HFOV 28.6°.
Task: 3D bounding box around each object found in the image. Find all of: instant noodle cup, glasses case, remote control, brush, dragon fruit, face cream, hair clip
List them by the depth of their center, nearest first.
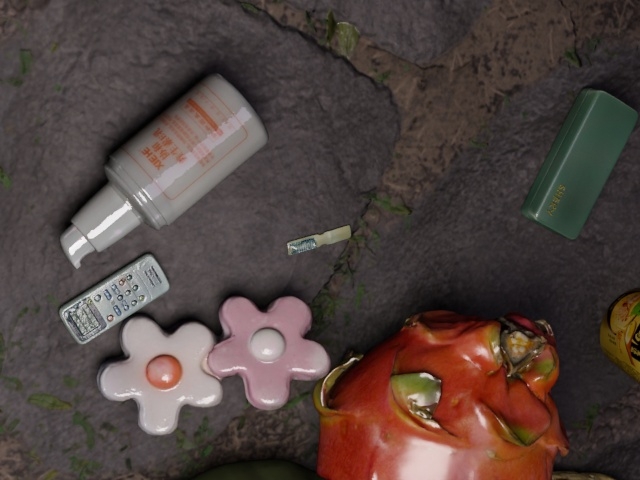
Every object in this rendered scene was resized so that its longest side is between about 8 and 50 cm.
[{"bbox_3d":[-0.179,-0.067,1.349,0.251,0.101,0.101,-41,115,-10],"label":"face cream"},{"bbox_3d":[-0.230,0.065,1.406,0.124,0.018,0.053,-32,112,-13],"label":"remote control"},{"bbox_3d":[-0.120,0.136,1.411,0.257,0.146,0.075,-14,154,0],"label":"hair clip"},{"bbox_3d":[0.147,0.186,1.465,0.305,0.305,0.226,7,93,-25],"label":"dragon fruit"},{"bbox_3d":[0.000,0.000,1.495,0.083,0.013,0.016,-16,107,-21],"label":"brush"},{"bbox_3d":[0.330,-0.098,1.599,0.077,0.039,0.184,26,92,-27],"label":"glasses case"},{"bbox_3d":[0.454,0.133,1.669,0.151,0.122,0.151,-5,105,-20],"label":"instant noodle cup"}]

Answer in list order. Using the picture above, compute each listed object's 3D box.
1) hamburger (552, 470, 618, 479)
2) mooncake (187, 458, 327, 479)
[{"bbox_3d":[0.319,0.408,1.658,0.330,0.162,0.209,-16,110,-15],"label":"hamburger"},{"bbox_3d":[-0.081,0.435,1.452,0.351,0.187,0.351,-8,117,-16],"label":"mooncake"}]
